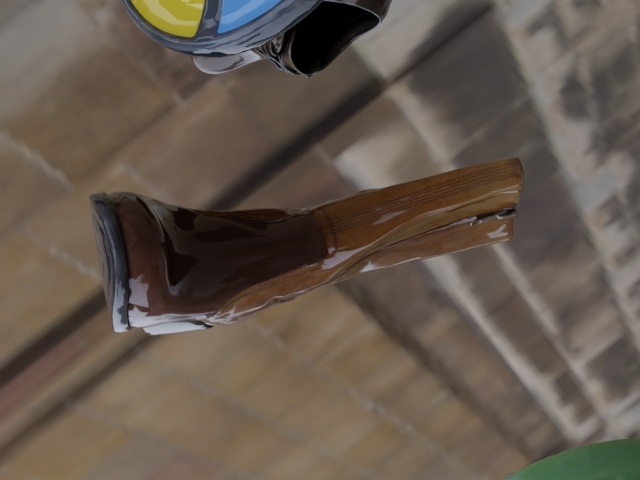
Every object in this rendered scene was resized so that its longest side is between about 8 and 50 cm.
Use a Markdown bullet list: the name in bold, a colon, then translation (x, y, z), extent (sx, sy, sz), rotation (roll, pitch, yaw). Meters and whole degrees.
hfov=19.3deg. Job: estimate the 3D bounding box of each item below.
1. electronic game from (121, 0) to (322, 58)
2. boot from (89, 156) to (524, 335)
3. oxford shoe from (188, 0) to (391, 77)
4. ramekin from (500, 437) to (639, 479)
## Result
- **electronic game**: translation (-0.035, -0.208, 1.018), extent (0.048, 0.229, 0.229), rotation (23, -157, -42)
- **boot**: translation (0.000, 0.000, 1.245), extent (0.264, 0.280, 0.096), rotation (66, -167, -72)
- **oxford shoe**: translation (-0.033, -0.169, 1.462), extent (0.083, 0.227, 0.096), rotation (27, -122, -33)
- **ramekin**: translation (0.195, 0.291, 1.201), extent (0.303, 0.303, 0.148), rotation (50, -174, -34)
